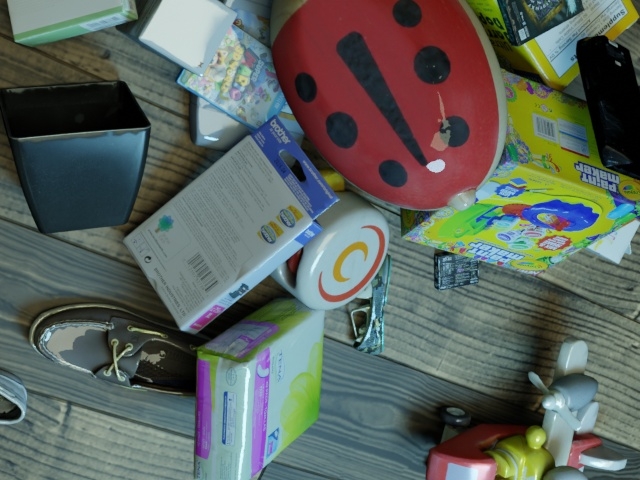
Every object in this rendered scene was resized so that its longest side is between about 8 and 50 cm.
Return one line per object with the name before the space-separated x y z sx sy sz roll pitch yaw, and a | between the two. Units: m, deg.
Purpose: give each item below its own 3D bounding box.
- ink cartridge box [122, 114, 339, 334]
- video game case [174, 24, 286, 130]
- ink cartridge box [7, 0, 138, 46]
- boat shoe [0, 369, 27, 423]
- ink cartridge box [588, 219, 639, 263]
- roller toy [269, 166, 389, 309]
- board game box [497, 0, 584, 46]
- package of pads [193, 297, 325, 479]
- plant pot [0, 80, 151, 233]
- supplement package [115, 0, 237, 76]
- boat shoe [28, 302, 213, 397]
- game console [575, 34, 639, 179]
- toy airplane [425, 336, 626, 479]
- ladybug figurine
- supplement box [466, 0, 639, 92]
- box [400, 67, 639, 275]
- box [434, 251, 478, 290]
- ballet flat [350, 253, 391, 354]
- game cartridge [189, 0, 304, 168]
ink cartridge box | -0.132 -0.024 1.508 0.311 0.186 0.065 -40 157 8
video game case | -0.121 -0.249 1.505 0.166 0.015 0.119 30 93 -27
ink cartridge box | -0.357 -0.401 1.355 0.171 0.056 0.235 -11 89 14
boat shoe | -0.563 0.214 1.485 0.258 0.084 0.095 16 100 -26
ink cartridge box | 0.514 -0.026 1.850 0.143 0.092 0.090 24 95 -28
roller toy | 0.000 0.000 1.595 0.191 0.146 0.209 -47 146 -7
board game box | 0.312 -0.399 1.468 0.126 0.026 0.186 -29 114 -12
package of pads | -0.095 0.231 1.592 0.296 0.101 0.229 -29 126 -62
plant pot | -0.354 -0.116 1.426 0.187 0.188 0.167 -7 122 -21
supplement package | -0.209 -0.313 1.413 0.105 0.179 0.105 30 94 -28
boat shoe | -0.296 0.181 1.578 0.324 0.096 0.117 17 99 -26
game console | 0.524 -0.189 1.587 0.361 0.044 0.213 10 66 -46
toy airplane | 0.423 0.424 1.852 0.384 0.272 0.386 -40 116 -7
ladybug figurine | 0.088 -0.236 1.412 0.305 0.162 0.449 -37 85 18
supplement box | 0.306 -0.435 1.580 0.194 0.195 0.356 -43 116 -5
box | 0.324 -0.100 1.623 0.289 0.279 0.177 15 60 -25
box | 0.248 0.052 1.805 0.083 0.018 0.067 -10 110 -19
ballet flat | 0.086 0.112 1.736 0.070 0.070 0.188 -1 103 -22
game cartridge | -0.093 -0.275 1.546 0.198 0.062 0.297 11 102 -29
